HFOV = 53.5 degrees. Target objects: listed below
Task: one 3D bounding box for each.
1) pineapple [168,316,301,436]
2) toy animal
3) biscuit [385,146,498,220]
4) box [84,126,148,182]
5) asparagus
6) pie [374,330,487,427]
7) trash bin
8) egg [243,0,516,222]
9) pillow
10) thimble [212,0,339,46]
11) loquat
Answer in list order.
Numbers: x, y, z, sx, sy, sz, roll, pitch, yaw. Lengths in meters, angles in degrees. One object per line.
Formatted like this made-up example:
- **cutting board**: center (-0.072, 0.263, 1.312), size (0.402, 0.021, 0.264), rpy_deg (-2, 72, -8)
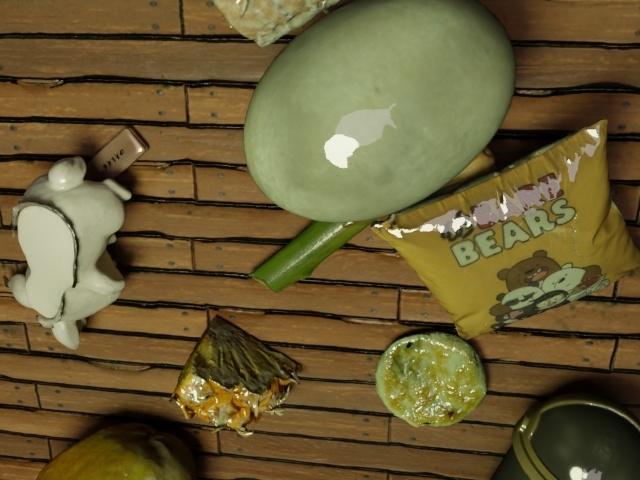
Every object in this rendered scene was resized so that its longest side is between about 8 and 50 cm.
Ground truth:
- **pineapple**: center (-0.147, 0.219, 1.044), size (0.236, 0.186, 0.114), rpy_deg (21, 116, -47)
- **toy animal**: center (-0.404, 0.032, 1.002), size (0.208, 0.154, 0.325), rpy_deg (43, 120, 2)
- **biscuit**: center (0.179, -0.066, 0.912), size (0.118, 0.061, 0.183), rpy_deg (26, 123, -37)
- **box**: center (-0.323, -0.126, 0.993), size (0.115, 0.025, 0.048), rpy_deg (-34, 104, 19)
- **asparagus**: center (-0.001, 0.000, 0.974), size (0.277, 0.060, 0.067), rpy_deg (-41, 89, 21)
- **pie**: center (0.182, 0.229, 1.048), size (0.186, 0.041, 0.187), rpy_deg (3, 112, 7)
- **trash bin**: center (0.375, 0.385, 0.991), size (0.214, 0.214, 0.334), rpy_deg (24, 118, -1)
- **egg**: center (0.069, -0.164, 0.787), size (0.352, 0.258, 0.258), rpy_deg (-29, 105, 10)
- **pillow**: center (0.274, 0.008, 0.879), size (0.310, 0.119, 0.312), rpy_deg (-24, 131, 19)
- **thimble**: center (-0.077, -0.372, 0.759), size (0.148, 0.196, 0.229), rpy_deg (-25, 79, 19)
- **loquat**: center (-0.358, 0.455, 1.114), size (0.276, 0.276, 0.284), rpy_deg (33, 94, -5)
